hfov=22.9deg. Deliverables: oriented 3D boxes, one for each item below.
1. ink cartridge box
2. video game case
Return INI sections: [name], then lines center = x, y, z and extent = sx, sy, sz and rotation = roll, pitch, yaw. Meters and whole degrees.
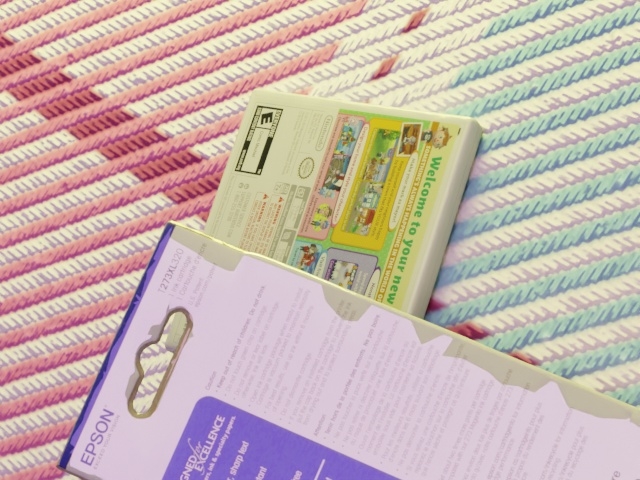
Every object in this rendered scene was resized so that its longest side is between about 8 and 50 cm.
[ink cartridge box]
center = 0.039, 0.135, 0.970
extent = 0.371, 0.069, 0.175
rotation = 22, 83, 13
[video game case]
center = 0.000, 0.000, 1.137
extent = 0.193, 0.023, 0.212
rotation = 11, 76, 33
